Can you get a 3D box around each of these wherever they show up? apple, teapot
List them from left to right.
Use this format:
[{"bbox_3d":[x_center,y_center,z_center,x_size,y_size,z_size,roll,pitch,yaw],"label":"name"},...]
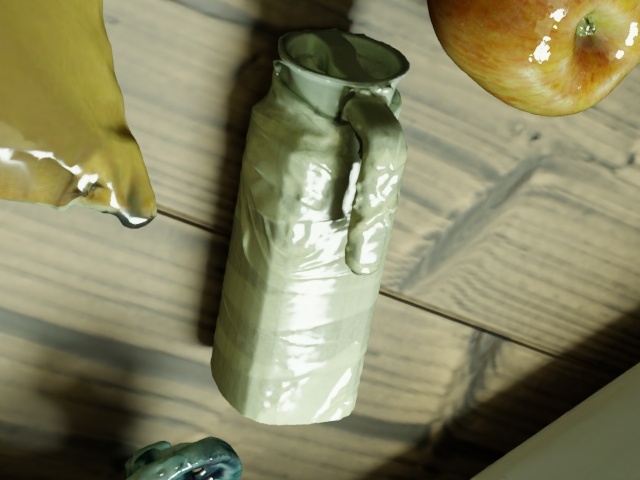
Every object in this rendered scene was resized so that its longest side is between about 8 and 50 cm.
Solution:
[{"bbox_3d":[0.000,0.000,0.973,0.077,0.107,0.200,-2,120,-22],"label":"teapot"},{"bbox_3d":[0.115,-0.128,0.953,0.126,0.102,0.126,-13,126,-19],"label":"apple"}]

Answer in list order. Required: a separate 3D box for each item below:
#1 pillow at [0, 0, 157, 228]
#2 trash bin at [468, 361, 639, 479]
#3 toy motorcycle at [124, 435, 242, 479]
[{"bbox_3d":[-0.219,-0.155,0.682,0.310,0.312,0.119,2,162,-29],"label":"pillow"},{"bbox_3d":[0.174,0.217,1.110,0.368,0.256,0.296,-38,135,-8],"label":"trash bin"},{"bbox_3d":[-0.141,0.209,1.023,0.260,0.154,0.206,-34,152,-8],"label":"toy motorcycle"}]
